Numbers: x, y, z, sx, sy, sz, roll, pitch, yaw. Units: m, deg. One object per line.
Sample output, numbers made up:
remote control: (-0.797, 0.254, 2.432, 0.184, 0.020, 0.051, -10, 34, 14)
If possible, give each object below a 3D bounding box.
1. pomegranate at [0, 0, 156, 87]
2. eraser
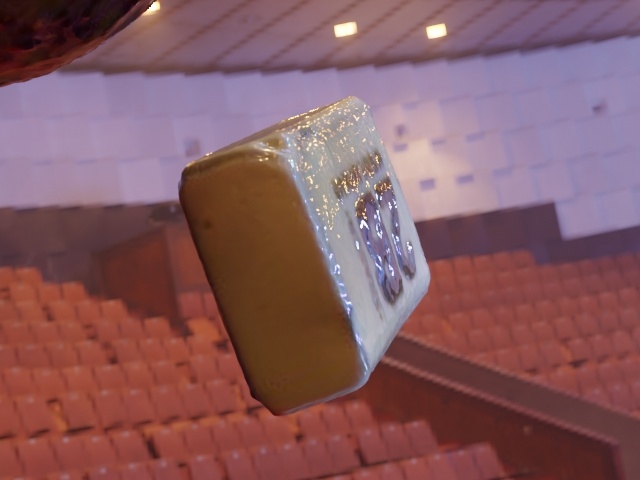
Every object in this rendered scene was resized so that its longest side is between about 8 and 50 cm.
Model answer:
pomegranate: (-0.118, -0.212, 0.508, 0.340, 0.285, 0.285, -26, -3, -24)
eraser: (0.000, 0.000, 0.607, 0.058, 0.117, 0.172, -17, 7, 17)
